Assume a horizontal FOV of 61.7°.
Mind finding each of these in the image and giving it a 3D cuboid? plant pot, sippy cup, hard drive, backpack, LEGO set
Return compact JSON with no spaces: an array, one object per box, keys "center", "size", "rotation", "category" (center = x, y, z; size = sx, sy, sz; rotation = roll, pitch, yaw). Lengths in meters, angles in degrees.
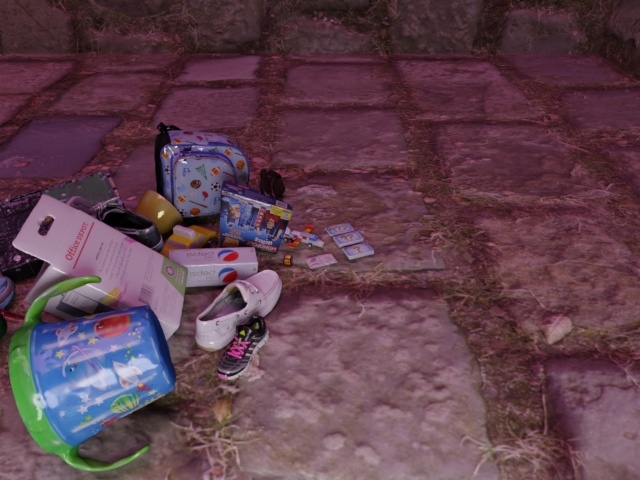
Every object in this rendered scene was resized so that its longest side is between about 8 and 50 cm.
[{"center":[-0.470,-0.062,1.511],"size":[0.134,0.134,0.095],"rotation":[23,64,29],"category":"plant pot"},{"center":[-0.390,0.228,0.964],"size":[0.224,0.305,0.240],"rotation":[-18,26,-11],"category":"sippy cup"},{"center":[-0.704,-0.048,1.455],"size":[0.339,0.064,0.237],"rotation":[-23,61,-22],"category":"hard drive"},{"center":[-0.344,-0.200,1.592],"size":[0.263,0.276,0.213],"rotation":[-11,41,-27],"category":"backpack"},{"center":[0.000,0.000,1.473],"size":[0.244,0.060,0.182],"rotation":[-13,34,-17],"category":"LEGO set"}]

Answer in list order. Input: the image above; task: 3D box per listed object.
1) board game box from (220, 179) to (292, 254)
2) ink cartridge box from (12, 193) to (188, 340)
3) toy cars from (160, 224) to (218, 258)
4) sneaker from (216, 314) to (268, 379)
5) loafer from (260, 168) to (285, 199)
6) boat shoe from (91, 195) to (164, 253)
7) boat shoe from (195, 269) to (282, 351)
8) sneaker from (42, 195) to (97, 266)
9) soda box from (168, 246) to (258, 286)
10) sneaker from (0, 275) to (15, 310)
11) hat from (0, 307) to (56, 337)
[{"center":[-0.195,-0.040,1.443],"size":[0.194,0.194,0.060],"rotation":[17,31,-11],"category":"board game box"},{"center":[-0.471,0.075,1.138],"size":[0.353,0.119,0.207],"rotation":[34,25,-26],"category":"ink cartridge box"},{"center":[-0.456,0.026,1.403],"size":[0.394,0.087,0.176],"rotation":[-13,37,-18],"category":"toy cars"},{"center":[-0.167,0.220,1.141],"size":[0.063,0.074,0.170],"rotation":[17,39,22],"category":"sneaker"},{"center":[-0.149,-0.167,1.685],"size":[0.078,0.080,0.220],"rotation":[-4,35,-5],"category":"loafer"},{"center":[-0.533,-0.050,1.352],"size":[0.306,0.105,0.113],"rotation":[24,47,25],"category":"boat shoe"},{"center":[-0.181,0.137,1.239],"size":[0.098,0.096,0.277],"rotation":[18,39,24],"category":"boat shoe"},{"center":[-0.612,0.031,1.265],"size":[0.115,0.281,0.105],"rotation":[7,-6,28],"category":"sneaker"},{"center":[-0.268,0.066,1.343],"size":[0.216,0.069,0.074],"rotation":[-2,34,-15],"category":"soda box"},{"center":[-0.832,0.138,1.209],"size":[0.262,0.125,0.104],"rotation":[-30,45,-35],"category":"sneaker"},{"center":[-0.724,0.177,1.202],"size":[0.208,0.173,0.183],"rotation":[47,19,11],"category":"hat"}]
